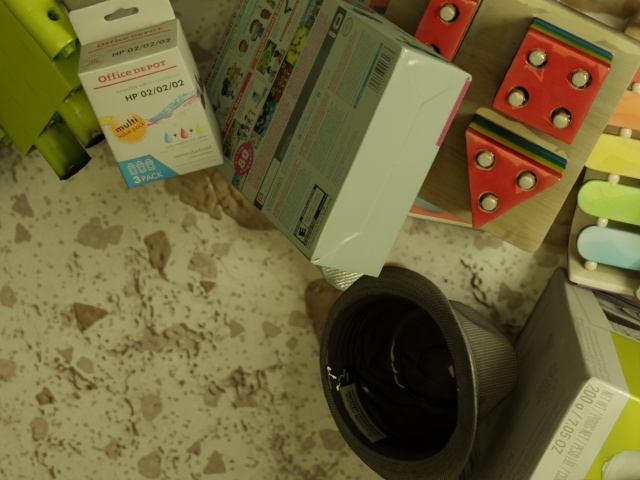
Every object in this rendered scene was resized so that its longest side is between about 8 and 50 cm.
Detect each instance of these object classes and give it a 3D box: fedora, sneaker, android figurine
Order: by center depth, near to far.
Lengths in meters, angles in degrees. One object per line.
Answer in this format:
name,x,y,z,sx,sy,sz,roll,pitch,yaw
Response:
android figurine,-0.329,-0.197,1.462,0.273,0.056,0.248,53,144,-1
fedora,0.121,0.143,1.509,0.124,0.275,0.243,-8,86,-36
sneaker,0.000,0.000,1.565,0.051,0.070,0.134,-42,128,5

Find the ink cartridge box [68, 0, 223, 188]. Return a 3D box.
ink cartridge box,-0.173,-0.149,1.363,0.104,0.061,0.181,-15,127,6

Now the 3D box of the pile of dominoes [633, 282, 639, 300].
pile of dominoes,0.481,0.022,1.486,0.251,0.040,0.196,21,103,-23

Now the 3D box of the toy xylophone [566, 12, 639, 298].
toy xylophone,0.386,-0.092,1.489,0.236,0.081,0.322,4,106,3

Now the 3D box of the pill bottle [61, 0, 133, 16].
pill bottle,-0.260,-0.411,1.379,0.210,0.210,0.363,-27,103,11

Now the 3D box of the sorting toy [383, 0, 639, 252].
sorting toy,0.160,-0.137,1.424,0.257,0.089,0.255,27,117,4

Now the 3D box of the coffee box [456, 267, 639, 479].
coffee box,0.336,0.288,1.465,0.334,0.338,0.337,25,106,-3

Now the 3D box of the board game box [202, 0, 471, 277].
board game box,-0.006,-0.135,1.393,0.097,0.303,0.224,12,111,-38

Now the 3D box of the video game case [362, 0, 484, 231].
video game case,0.130,-0.162,1.517,0.204,0.025,0.285,11,107,1
